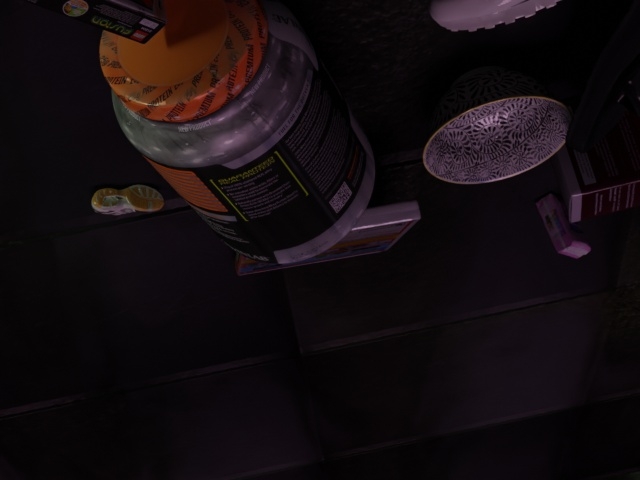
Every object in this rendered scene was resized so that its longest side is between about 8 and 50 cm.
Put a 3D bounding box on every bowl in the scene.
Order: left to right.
[{"bbox_3d":[0.187,-0.140,1.496,0.170,0.080,0.170,-10,151,-6],"label":"bowl"}]

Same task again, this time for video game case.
[{"bbox_3d":[0.000,0.000,1.625,0.204,0.025,0.285,-10,173,-6],"label":"video game case"}]

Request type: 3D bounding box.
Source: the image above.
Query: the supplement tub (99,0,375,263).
[{"bbox_3d":[-0.077,-0.119,1.306,0.193,0.194,0.316,-18,152,10],"label":"supplement tub"}]

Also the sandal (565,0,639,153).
[{"bbox_3d":[0.351,-0.192,1.331,0.167,0.107,0.446,-48,169,-21],"label":"sandal"}]

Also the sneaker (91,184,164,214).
[{"bbox_3d":[-0.224,-0.045,1.558,0.083,0.032,0.037,2,162,-17],"label":"sneaker"}]

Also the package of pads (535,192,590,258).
[{"bbox_3d":[0.319,-0.018,1.769,0.032,0.083,0.050,-36,148,28],"label":"package of pads"}]

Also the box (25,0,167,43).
[{"bbox_3d":[-0.224,-0.244,1.103,0.207,0.114,0.036,16,141,-41],"label":"box"}]

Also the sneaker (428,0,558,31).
[{"bbox_3d":[0.202,-0.274,1.274,0.235,0.090,0.095,-19,125,24],"label":"sneaker"}]

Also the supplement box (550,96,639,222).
[{"bbox_3d":[0.390,-0.117,1.571,0.239,0.130,0.073,-13,152,3],"label":"supplement box"}]
